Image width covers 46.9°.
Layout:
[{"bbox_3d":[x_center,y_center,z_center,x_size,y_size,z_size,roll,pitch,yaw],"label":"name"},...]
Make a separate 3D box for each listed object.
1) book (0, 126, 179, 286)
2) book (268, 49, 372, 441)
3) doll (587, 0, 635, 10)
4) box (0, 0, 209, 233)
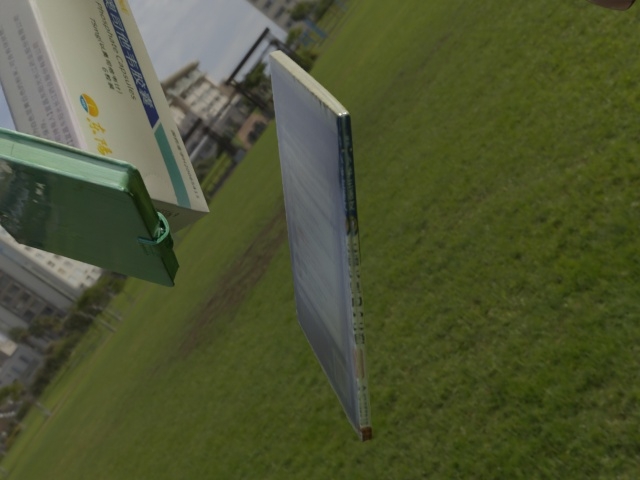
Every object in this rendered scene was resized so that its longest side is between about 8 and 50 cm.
[{"bbox_3d":[-0.122,-0.014,0.363,0.135,0.103,0.017,96,-170,-69],"label":"book"},{"bbox_3d":[0.000,0.000,0.710,0.228,0.018,0.322,-125,26,-58],"label":"book"},{"bbox_3d":[0.300,-0.439,0.970,0.284,0.269,0.216,88,-167,-70],"label":"doll"},{"bbox_3d":[-0.241,-0.176,0.750,0.065,0.343,0.200,-26,-12,16],"label":"box"}]
